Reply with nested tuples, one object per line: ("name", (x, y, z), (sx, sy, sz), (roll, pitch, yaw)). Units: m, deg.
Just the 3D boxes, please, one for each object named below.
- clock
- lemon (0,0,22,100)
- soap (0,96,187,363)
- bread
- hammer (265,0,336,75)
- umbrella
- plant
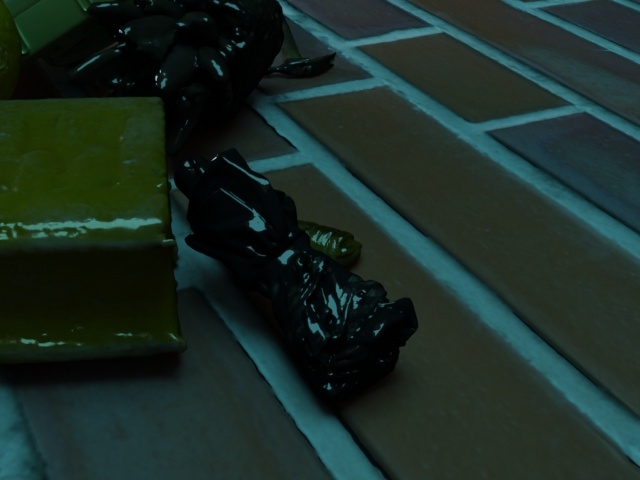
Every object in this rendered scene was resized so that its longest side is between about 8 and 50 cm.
("clock", (-0.320, -0.336, 1.188), (0.235, 0.096, 0.308), (-28, 11, 18))
("lemon", (-0.468, -0.230, 0.979), (0.241, 0.240, 0.219), (22, 28, 24))
("soap", (-0.291, -0.018, 0.751), (0.335, 0.156, 0.293), (-3, 34, -7))
("bread", (0.000, 0.000, 0.859), (0.088, 0.033, 0.049), (19, 30, 22))
("hammer", (-0.058, -0.334, 1.360), (0.125, 0.027, 0.297), (-5, 34, -12))
("umbrella", (-0.036, 0.014, 0.727), (0.110, 0.122, 0.272), (-45, 64, 3))
("plant", (-0.162, -0.231, 1.059), (0.194, 0.181, 0.320), (19, 38, 12))
